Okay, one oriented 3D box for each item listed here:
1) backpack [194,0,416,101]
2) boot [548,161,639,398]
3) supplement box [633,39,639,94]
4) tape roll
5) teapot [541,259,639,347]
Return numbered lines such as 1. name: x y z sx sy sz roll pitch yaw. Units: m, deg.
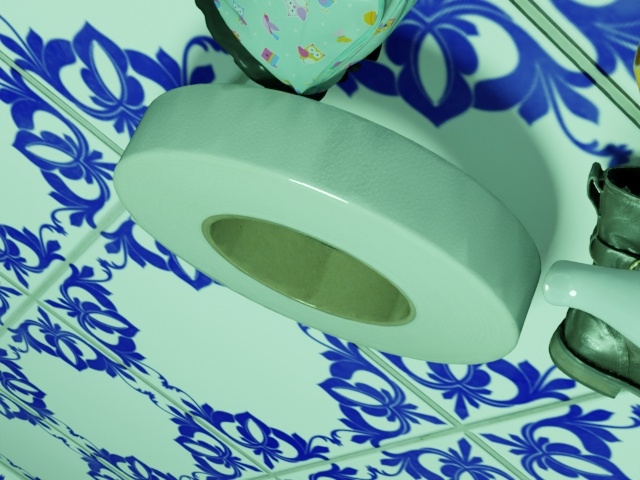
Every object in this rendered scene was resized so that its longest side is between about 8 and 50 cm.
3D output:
1. backpack: 0.002 -0.183 0.630 0.152 0.115 0.182 44 141 -14
2. boot: 0.320 0.054 0.723 0.263 0.091 0.229 16 135 8
3. supplement box: 0.315 -0.107 0.529 0.233 0.080 0.078 0 134 39
4. tape roll: 0.000 0.000 0.807 0.392 0.072 0.392 20 161 7
5. teapot: 0.325 0.048 0.567 0.256 0.252 0.187 48 -179 -19
